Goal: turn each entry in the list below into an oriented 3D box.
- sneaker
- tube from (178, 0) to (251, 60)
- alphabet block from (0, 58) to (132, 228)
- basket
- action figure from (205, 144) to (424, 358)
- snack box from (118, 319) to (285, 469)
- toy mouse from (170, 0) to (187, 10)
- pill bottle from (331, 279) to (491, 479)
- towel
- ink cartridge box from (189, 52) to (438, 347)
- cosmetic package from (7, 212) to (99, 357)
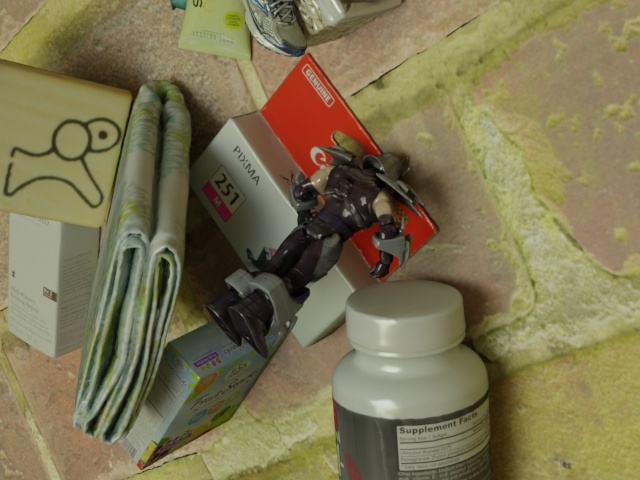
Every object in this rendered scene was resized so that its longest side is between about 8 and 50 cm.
[{"bbox_3d":[-0.054,-0.253,1.330,0.135,0.052,0.058,55,134,11],"label":"sneaker"},{"bbox_3d":[-0.114,-0.332,1.498,0.070,0.062,0.240,37,129,41],"label":"tube"},{"bbox_3d":[-0.389,-0.134,1.654,0.193,0.197,0.192,21,97,53],"label":"alphabet block"},{"bbox_3d":[-0.008,-0.300,1.381,0.103,0.113,0.167,-31,85,45],"label":"basket"},{"bbox_3d":[0.000,0.000,1.405,0.185,0.285,0.099,27,157,50],"label":"action figure"},{"bbox_3d":[-0.156,0.187,1.644,0.070,0.174,0.207,46,130,17],"label":"snack box"},{"bbox_3d":[-0.167,-0.337,1.560,0.143,0.031,0.161,39,127,24],"label":"toy mouse"},{"bbox_3d":[0.104,0.214,1.429,0.176,0.176,0.319,9,111,39],"label":"pill bottle"},{"bbox_3d":[-0.226,0.024,1.568,0.374,0.090,0.320,-97,23,-55],"label":"towel"},{"bbox_3d":[-0.019,-0.045,1.521,0.275,0.060,0.239,54,133,12],"label":"ink cartridge box"},{"bbox_3d":[-0.394,0.043,1.861,0.117,0.085,0.231,24,121,32],"label":"cosmetic package"}]
